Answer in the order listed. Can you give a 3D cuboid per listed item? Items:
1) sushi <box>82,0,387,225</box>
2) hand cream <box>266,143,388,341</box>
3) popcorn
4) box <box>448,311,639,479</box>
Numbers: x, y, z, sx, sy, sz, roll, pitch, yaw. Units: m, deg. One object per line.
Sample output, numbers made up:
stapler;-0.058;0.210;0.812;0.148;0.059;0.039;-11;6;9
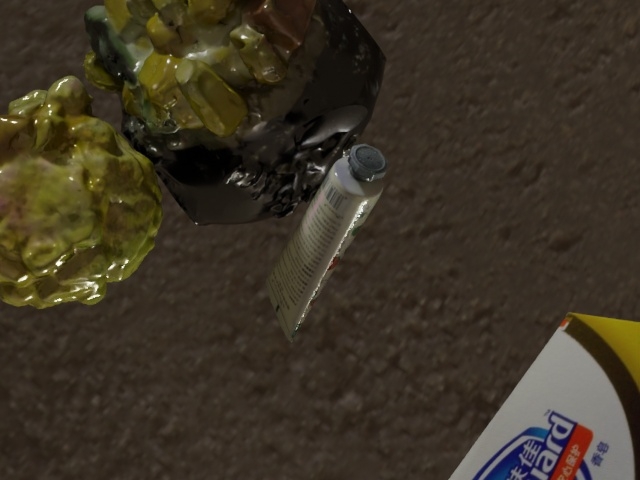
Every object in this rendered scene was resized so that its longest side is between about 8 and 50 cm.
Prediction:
sushi;-0.125;-0.211;1.597;0.328;0.285;0.328;-45;51;12
hand cream;0.000;0.000;1.547;0.276;0.059;0.095;-58;44;43
popcorn;-0.296;-0.049;1.560;0.259;0.212;0.259;0;86;-1
box;0.142;0.171;0.725;0.168;0.265;0.097;9;142;55
